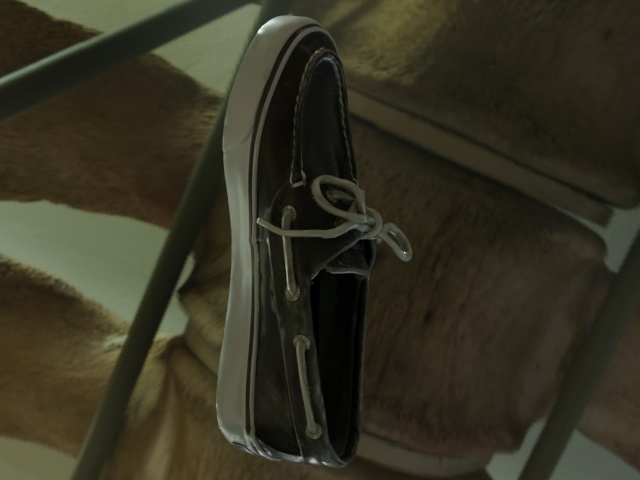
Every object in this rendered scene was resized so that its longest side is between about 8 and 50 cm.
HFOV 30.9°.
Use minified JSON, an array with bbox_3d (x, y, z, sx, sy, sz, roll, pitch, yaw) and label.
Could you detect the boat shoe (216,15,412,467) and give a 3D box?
[{"bbox_3d":[-0.003,0.000,0.785,0.104,0.113,0.306,4,-95,36],"label":"boat shoe"}]
